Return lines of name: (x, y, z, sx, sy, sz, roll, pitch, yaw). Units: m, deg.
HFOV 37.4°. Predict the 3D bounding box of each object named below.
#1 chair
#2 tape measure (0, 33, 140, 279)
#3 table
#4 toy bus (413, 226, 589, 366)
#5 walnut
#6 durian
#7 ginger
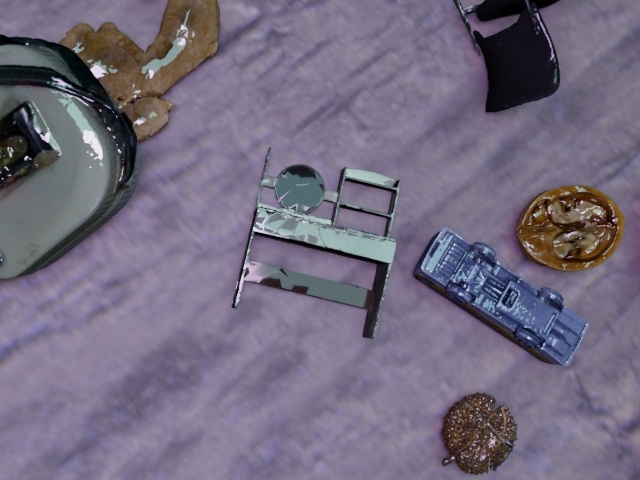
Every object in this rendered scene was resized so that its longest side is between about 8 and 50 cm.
chair: (0.228, -0.261, 1.007, 0.145, 0.140, 0.221, -16, 93, -22)
tape measure: (-0.290, -0.101, 0.877, 0.207, 0.115, 0.235, -36, 91, 16)
table: (0.000, 0.000, 0.972, 0.146, 0.062, 0.175, 13, 84, -8)
toy bus: (0.187, 0.059, 0.989, 0.190, 0.075, 0.064, 33, 80, -6)
walnut: (0.264, -0.011, 1.023, 0.121, 0.052, 0.091, -5, 86, -9)
durian: (0.159, 0.200, 0.969, 0.091, 0.080, 0.080, -33, 90, -9)
ginger: (-0.189, -0.190, 0.962, 0.133, 0.059, 0.214, 33, 80, -9)
